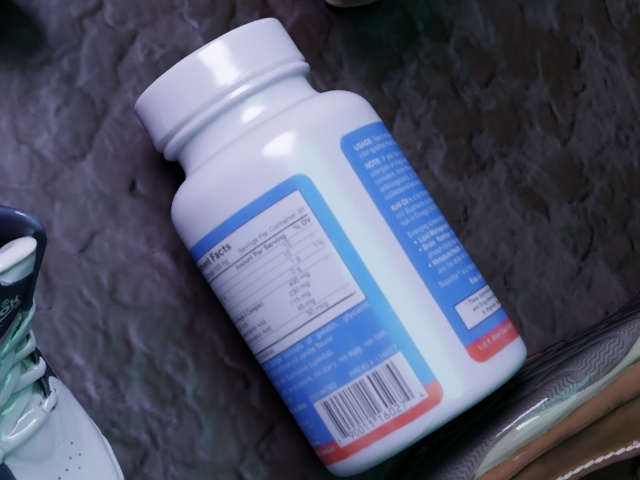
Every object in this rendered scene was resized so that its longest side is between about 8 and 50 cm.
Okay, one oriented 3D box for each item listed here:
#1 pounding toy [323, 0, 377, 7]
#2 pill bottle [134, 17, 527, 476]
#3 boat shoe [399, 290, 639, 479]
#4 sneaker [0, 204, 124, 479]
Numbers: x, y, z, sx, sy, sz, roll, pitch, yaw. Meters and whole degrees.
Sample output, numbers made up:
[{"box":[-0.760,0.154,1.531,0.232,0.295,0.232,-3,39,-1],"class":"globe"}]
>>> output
[{"box":[0.007,-0.226,0.849,0.269,0.155,0.154,24,93,-4],"class":"pounding toy"},{"box":[0.000,0.000,0.737,0.124,0.124,0.221,-30,86,-28],"class":"pill bottle"},{"box":[0.194,0.092,0.792,0.324,0.122,0.120,-28,88,-27],"class":"boat shoe"},{"box":[-0.152,0.054,0.621,0.094,0.153,0.235,-43,106,-30],"class":"sneaker"}]
